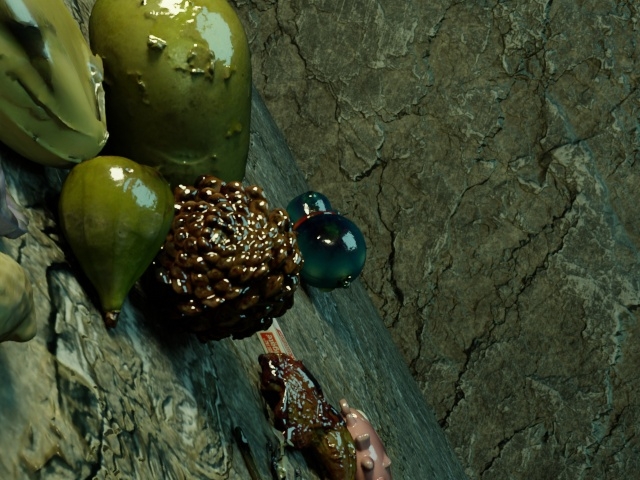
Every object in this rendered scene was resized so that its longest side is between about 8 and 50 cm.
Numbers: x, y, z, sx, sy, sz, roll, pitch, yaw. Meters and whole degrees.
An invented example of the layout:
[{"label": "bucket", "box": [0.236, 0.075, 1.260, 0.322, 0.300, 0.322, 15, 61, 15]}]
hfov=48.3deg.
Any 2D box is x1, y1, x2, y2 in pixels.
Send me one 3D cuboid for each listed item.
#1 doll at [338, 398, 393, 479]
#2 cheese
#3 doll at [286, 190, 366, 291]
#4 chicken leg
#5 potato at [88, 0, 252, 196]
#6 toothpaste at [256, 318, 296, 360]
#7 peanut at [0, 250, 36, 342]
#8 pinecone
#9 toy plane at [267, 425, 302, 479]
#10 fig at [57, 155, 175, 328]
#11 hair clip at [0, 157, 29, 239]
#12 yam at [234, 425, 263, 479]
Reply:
[{"label": "doll", "box": [0.083, 0.411, 1.293, 0.211, 0.093, 0.261, 109, -41, -81]}, {"label": "cheese", "box": [-0.351, -0.234, 0.765, 0.259, 0.128, 0.316, 62, -1, 35]}, {"label": "doll", "box": [0.001, 0.000, 1.851, 0.322, 0.199, 0.186, 57, -25, 31]}, {"label": "chicken leg", "box": [-0.008, 0.322, 1.158, 0.322, 0.083, 0.177, 58, 17, -11]}, {"label": "potato", "box": [-0.202, -0.198, 1.018, 0.270, 0.219, 0.359, -149, -128, -77]}, {"label": "toothpaste", "box": [-0.105, 0.136, 1.285, 0.196, 0.040, 0.047, 63, 11, 11]}, {"label": "peanut", "box": [-0.277, 0.013, 0.491, 0.104, 0.086, 0.228, 53, -2, 45]}, {"label": "pinecone", "box": [-0.128, 0.039, 0.939, 0.221, 0.222, 0.221, 59, 8, -14]}, {"label": "toy plane", "box": [-0.053, 0.320, 1.016, 0.049, 0.031, 0.120, 47, 17, -27]}, {"label": "fig", "box": [-0.216, -0.007, 0.809, 0.184, 0.127, 0.133, 63, -11, 10]}, {"label": "hair clip", "box": [-0.288, -0.058, 0.597, 0.124, 0.052, 0.195, 52, -15, -20]}, {"label": "yam", "box": [-0.089, 0.293, 0.934, 0.107, 0.014, 0.014, 64, 9, 20]}]
